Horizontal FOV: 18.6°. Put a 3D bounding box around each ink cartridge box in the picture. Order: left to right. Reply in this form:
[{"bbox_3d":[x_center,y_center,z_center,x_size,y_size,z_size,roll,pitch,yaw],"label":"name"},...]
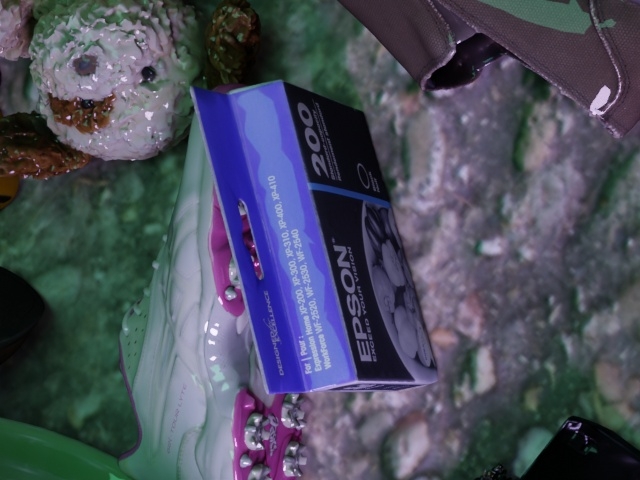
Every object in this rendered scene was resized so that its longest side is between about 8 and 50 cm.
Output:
[{"bbox_3d":[0.000,0.000,1.289,0.045,0.208,0.206,-19,79,22],"label":"ink cartridge box"}]

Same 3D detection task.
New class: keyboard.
[{"bbox_3d":[0.133,0.197,1.323,0.100,0.038,0.192,37,99,-3],"label":"keyboard"}]

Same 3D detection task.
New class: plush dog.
[{"bbox_3d":[-0.167,-0.162,1.404,0.262,0.210,0.225,-24,97,15],"label":"plush dog"}]

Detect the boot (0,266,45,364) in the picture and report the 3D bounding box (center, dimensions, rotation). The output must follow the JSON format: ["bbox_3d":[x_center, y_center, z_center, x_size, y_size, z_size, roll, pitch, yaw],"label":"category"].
[{"bbox_3d":[-0.335,0.160,1.445,0.096,0.264,0.280,35,126,8],"label":"boot"}]

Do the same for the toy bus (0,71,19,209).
[{"bbox_3d":[-0.350,-0.160,1.496,0.130,0.108,0.332,-33,75,18],"label":"toy bus"}]

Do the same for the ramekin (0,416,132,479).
[{"bbox_3d":[-0.197,0.255,1.306,0.303,0.303,0.148,32,105,21],"label":"ramekin"}]

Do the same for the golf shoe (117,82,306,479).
[{"bbox_3d":[-0.088,0.043,1.366,0.140,0.115,0.306,2,93,31],"label":"golf shoe"}]

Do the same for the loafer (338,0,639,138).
[{"bbox_3d":[0.075,-0.168,1.312,0.366,0.134,0.130,22,94,22],"label":"loafer"}]
